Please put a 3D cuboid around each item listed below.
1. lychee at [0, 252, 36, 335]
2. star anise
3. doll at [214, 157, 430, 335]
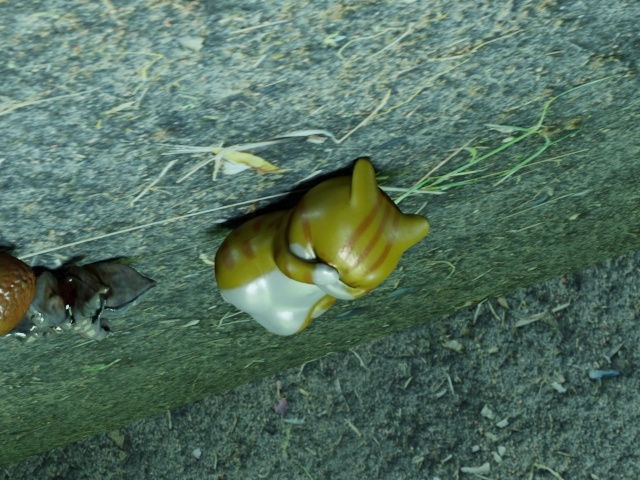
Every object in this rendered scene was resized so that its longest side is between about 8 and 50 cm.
[{"bbox_3d":[-0.401,0.068,1.770,0.140,0.114,0.101,-39,129,16],"label":"lychee"},{"bbox_3d":[-0.324,0.085,1.961,0.229,0.093,0.236,-16,166,1],"label":"star anise"},{"bbox_3d":[-0.010,0.017,1.921,0.269,0.162,0.166,-20,137,40],"label":"doll"}]
